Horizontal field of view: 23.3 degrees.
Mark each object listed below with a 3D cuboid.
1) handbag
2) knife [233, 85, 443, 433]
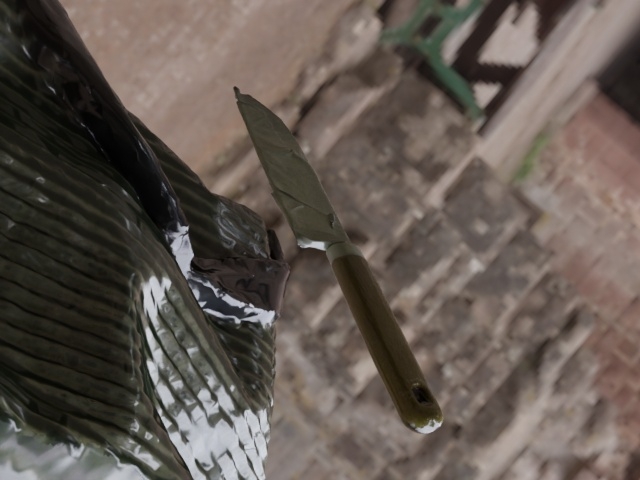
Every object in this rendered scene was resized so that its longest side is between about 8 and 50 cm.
[{"bbox_3d":[-0.169,0.032,0.644,0.247,0.341,0.240,-17,-133,28],"label":"handbag"},{"bbox_3d":[0.001,-0.002,0.931,0.047,0.298,0.017,2,133,-29],"label":"knife"}]
